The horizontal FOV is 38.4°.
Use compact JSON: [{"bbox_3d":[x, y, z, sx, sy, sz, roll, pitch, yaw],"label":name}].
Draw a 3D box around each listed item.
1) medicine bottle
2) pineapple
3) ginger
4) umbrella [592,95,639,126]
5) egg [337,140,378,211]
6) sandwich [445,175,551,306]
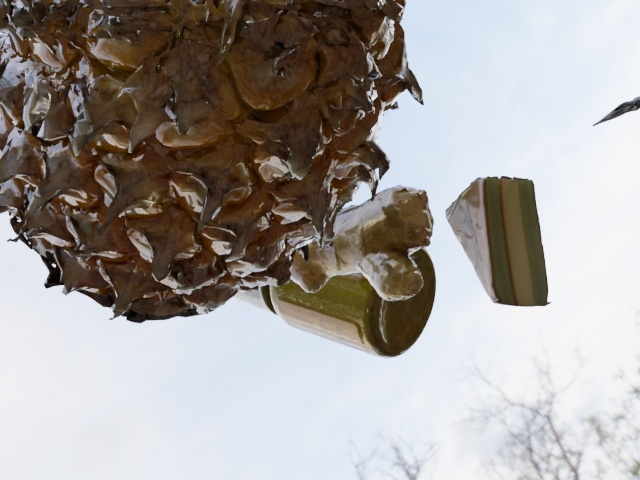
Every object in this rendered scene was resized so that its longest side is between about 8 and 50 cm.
[{"bbox_3d":[0.010,0.073,1.761,0.224,0.384,0.225,-22,-62,-48],"label":"medicine bottle"},{"bbox_3d":[-0.101,-0.129,0.698,0.352,0.352,0.300,-14,-28,-27],"label":"pineapple"},{"bbox_3d":[0.003,0.001,0.981,0.065,0.298,0.118,29,-109,-38],"label":"ginger"},{"bbox_3d":[0.333,-0.144,0.971,0.022,0.122,0.013,26,-118,-15],"label":"umbrella"},{"bbox_3d":[-0.040,-0.164,1.398,0.279,0.279,0.310,-56,-30,10],"label":"egg"},{"bbox_3d":[0.215,0.016,1.126,0.079,0.163,0.113,1,-20,-16],"label":"sandwich"}]
